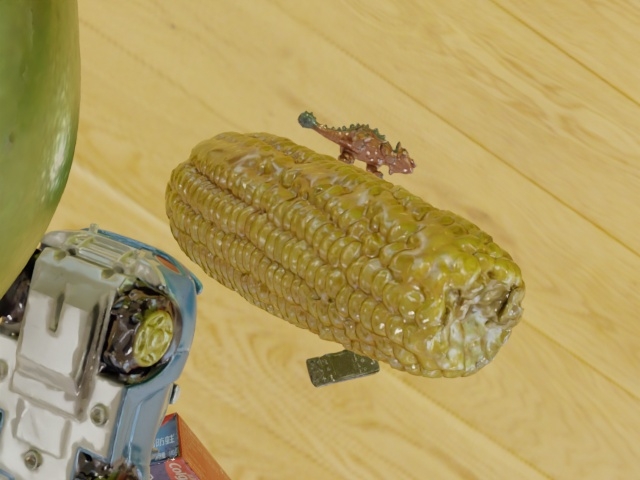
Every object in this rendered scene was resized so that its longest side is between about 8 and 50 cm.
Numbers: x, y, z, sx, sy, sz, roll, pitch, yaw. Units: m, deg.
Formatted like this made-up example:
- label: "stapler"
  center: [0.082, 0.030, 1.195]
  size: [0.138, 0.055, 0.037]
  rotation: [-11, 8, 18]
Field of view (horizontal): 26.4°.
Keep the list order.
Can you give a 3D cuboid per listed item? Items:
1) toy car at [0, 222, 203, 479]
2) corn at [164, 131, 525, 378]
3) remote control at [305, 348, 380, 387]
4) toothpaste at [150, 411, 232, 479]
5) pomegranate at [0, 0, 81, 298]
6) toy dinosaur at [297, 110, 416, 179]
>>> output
- label: "toy car"
  center: [-0.216, 0.143, 1.258]
  size: [0.198, 0.166, 0.314]
  rotation: [17, 97, 31]
- label: "corn"
  center: [0.000, 0.000, 0.918]
  size: [0.120, 0.363, 0.120]
  rotation: [-9, 106, -31]
- label: "remote control"
  center: [0.027, 0.155, 1.680]
  size: [0.096, 0.014, 0.039]
  rotation: [-10, 75, -27]
- label: "toothpaste"
  center: [-0.137, 0.315, 1.609]
  size: [0.076, 0.066, 0.320]
  rotation: [-17, 138, 9]
- label: "pomegranate"
  center: [-0.157, -0.057, 0.329]
  size: [0.190, 0.241, 0.159]
  rotation: [40, 108, 12]
- label: "toy dinosaur"
  center: [0.043, -0.107, 1.525]
  size: [0.154, 0.055, 0.049]
  rotation: [23, 130, -21]
